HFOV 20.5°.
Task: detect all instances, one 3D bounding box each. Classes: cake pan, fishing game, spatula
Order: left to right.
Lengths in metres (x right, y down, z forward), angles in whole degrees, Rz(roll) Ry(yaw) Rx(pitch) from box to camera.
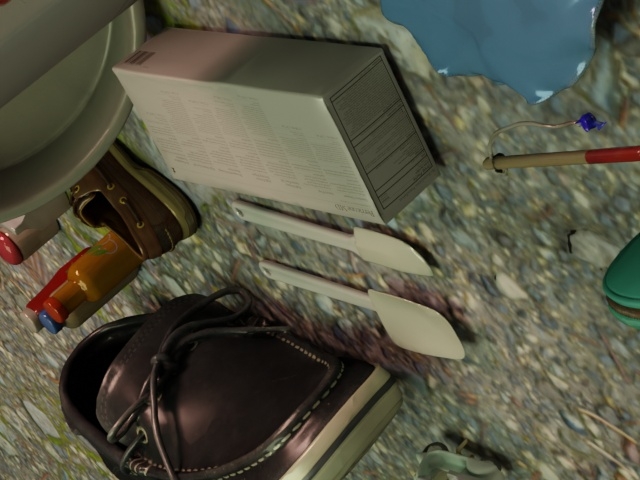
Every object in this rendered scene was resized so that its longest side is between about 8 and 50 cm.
[{"bbox_3d":[-0.269,-0.146,1.225,0.293,0.293,0.054,63,-178,-30],"label":"cake pan"},{"bbox_3d":[0.000,0.000,1.277,0.242,0.019,0.168,14,141,50],"label":"spatula"},{"bbox_3d":[0.077,-0.154,0.897,0.189,0.041,0.264,-3,117,59],"label":"fishing game"}]

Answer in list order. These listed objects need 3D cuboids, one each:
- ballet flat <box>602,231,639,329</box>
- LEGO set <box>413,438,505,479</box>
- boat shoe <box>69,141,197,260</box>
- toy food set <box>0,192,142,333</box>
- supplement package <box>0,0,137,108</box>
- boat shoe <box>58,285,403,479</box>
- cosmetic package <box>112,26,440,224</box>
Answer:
[{"bbox_3d":[0.223,0.013,0.863,0.087,0.083,0.247,35,158,-6],"label":"ballet flat"},{"bbox_3d":[0.121,0.286,1.399,0.132,0.107,0.287,13,139,52],"label":"LEGO set"},{"bbox_3d":[-0.182,-0.045,1.456,0.178,0.060,0.064,35,153,26],"label":"boat shoe"},{"bbox_3d":[-0.257,0.014,1.614,0.232,0.104,0.111,28,149,36],"label":"toy food set"},{"bbox_3d":[-0.215,-0.178,1.029,0.177,0.293,0.175,48,156,-2],"label":"supplement package"},{"bbox_3d":[-0.097,0.137,1.449,0.156,0.187,0.500,48,162,-15],"label":"boat shoe"},{"bbox_3d":[-0.033,-0.080,1.159,0.239,0.060,0.099,14,137,51],"label":"cosmetic package"}]
